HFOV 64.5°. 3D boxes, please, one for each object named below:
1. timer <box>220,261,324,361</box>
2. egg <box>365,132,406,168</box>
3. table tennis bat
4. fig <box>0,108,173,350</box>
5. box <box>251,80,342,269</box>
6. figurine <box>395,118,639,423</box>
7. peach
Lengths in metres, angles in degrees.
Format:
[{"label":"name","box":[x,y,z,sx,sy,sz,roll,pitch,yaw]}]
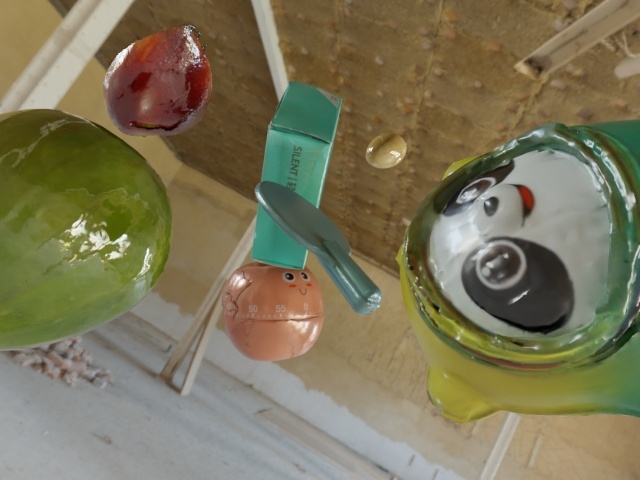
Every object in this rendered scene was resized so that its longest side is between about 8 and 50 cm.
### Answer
[{"label":"timer","box":[-0.106,0.152,1.141,0.229,0.215,0.229,-7,-1,0]},{"label":"egg","box":[0.149,-0.205,1.168,0.080,0.096,0.080,34,-40,35]},{"label":"table tennis bat","box":[0.000,0.000,0.656,0.153,0.040,0.244,19,26,-50]},{"label":"fig","box":[-0.357,0.002,0.636,0.316,0.316,0.316,29,-11,6]},{"label":"box","box":[-0.048,-0.123,1.006,0.118,0.205,0.311,11,-52,-2]},{"label":"figurine","box":[0.225,0.014,0.409,0.340,0.324,0.231,-24,-45,24]},{"label":"peach","box":[-0.295,-0.272,0.940,0.189,0.068,0.279,13,-40,-32]}]
